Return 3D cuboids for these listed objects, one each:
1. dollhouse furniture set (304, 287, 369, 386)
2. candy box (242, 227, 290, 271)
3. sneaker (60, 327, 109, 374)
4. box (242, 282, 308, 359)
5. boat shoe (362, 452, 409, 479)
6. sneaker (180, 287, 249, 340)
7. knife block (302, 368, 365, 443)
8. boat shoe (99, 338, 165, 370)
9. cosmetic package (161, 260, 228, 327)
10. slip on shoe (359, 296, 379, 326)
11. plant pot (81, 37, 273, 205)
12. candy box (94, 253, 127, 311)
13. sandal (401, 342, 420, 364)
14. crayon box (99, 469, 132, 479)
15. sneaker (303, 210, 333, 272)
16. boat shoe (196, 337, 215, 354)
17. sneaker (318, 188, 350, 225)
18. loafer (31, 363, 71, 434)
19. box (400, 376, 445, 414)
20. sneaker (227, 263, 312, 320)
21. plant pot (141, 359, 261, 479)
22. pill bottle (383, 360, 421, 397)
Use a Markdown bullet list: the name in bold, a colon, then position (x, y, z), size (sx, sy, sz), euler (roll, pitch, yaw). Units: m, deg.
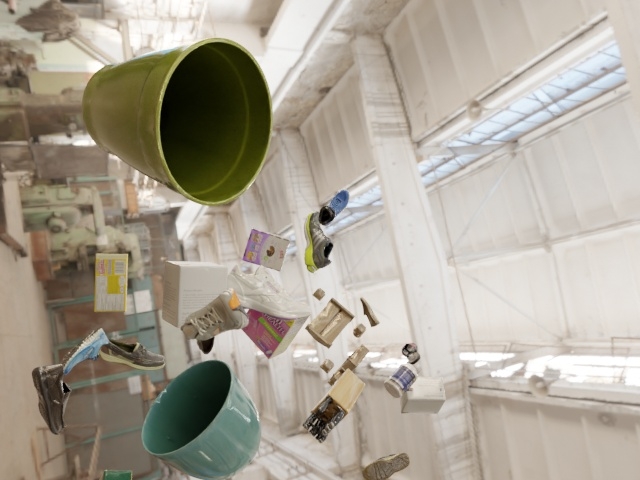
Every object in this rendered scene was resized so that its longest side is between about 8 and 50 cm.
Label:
- **dollhouse furniture set**: position (0.017, 0.447, 2.161), size (0.356, 0.303, 0.173), euler (40, -38, 9)
- **candy box**: position (-0.264, 0.044, 2.373), size (0.070, 0.197, 0.164), euler (-123, -129, -83)
- **sneaker**: position (-0.690, 0.336, 1.431), size (0.063, 0.162, 0.073), euler (-13, -62, 47)
- **box**: position (-0.205, 0.351, 2.123), size (0.213, 0.117, 0.242), euler (43, -65, 21)
- **boat shoe**: position (0.184, 0.653, 1.396), size (0.049, 0.152, 0.056), euler (128, -48, -58)
- **sneaker**: position (-0.260, 0.195, 1.157), size (0.099, 0.121, 0.262), euler (61, -32, 7)
- **knife block**: position (0.056, 0.531, 1.585), size (0.088, 0.276, 0.242), euler (43, -25, 9)
- **boat shoe**: position (-0.644, 0.391, 1.680), size (0.073, 0.224, 0.080), euler (-66, -156, 13)
- **cosmetic package**: position (-0.386, 0.160, 1.484), size (0.152, 0.152, 0.183), euler (5, -89, 55)
- **slip on shoe**: position (0.197, 0.300, 2.038), size (0.135, 0.041, 0.051), euler (59, -3, 8)
- **plant pot**: position (-0.365, -0.298, 1.171), size (0.353, 0.367, 0.366), euler (16, -64, 30)
- **candy box**: position (-0.741, 0.150, 1.721), size (0.027, 0.105, 0.205), euler (176, -84, -81)
- **sandal**: position (0.345, 0.426, 1.875), size (0.040, 0.067, 0.179), euler (46, 2, -3)
- **crayon box**: position (-0.764, 1.036, 1.697), size (0.362, 0.106, 0.313), euler (-56, -147, 34)
- **sneaker**: position (0.000, 0.000, 2.222), size (0.122, 0.111, 0.299), euler (-13, -115, 22)
- **boat shoe**: position (-0.493, 0.395, 2.144), size (0.079, 0.084, 0.232), euler (52, -48, 54)
- **sneaker**: position (0.047, -0.115, 1.694), size (0.058, 0.152, 0.084), euler (40, 7, 7)
- **loafer**: position (-0.684, 0.413, 1.263), size (0.080, 0.078, 0.219), euler (31, -54, 36)
- **box**: position (0.478, 0.734, 2.297), size (0.181, 0.181, 0.118), euler (94, -4, -50)
- **sneaker**: position (-0.163, 0.170, 1.580), size (0.114, 0.306, 0.152), euler (-177, -75, -76)
- **plant pot**: position (-0.303, 0.524, 1.363), size (0.235, 0.293, 0.293), euler (56, -12, -28)
- **pill bottle**: position (0.364, 0.599, 2.122), size (0.094, 0.169, 0.094), euler (36, -31, 27)
